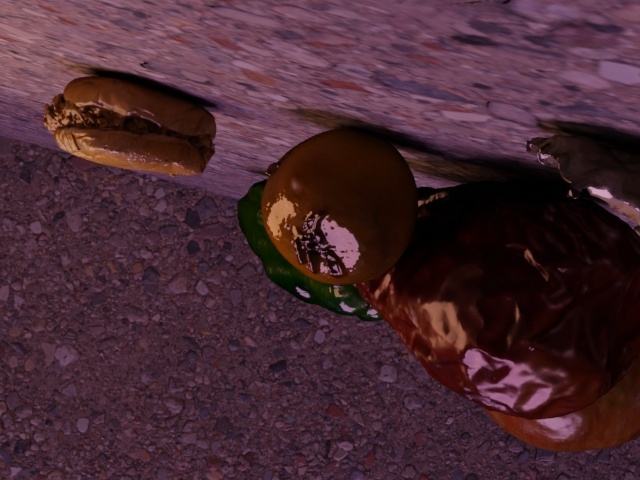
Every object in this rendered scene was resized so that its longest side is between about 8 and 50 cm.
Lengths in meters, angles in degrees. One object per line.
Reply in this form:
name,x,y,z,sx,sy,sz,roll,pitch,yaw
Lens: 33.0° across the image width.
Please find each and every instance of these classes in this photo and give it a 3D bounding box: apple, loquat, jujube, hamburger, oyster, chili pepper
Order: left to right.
hamburger,-0.178,-0.107,1.023,0.147,0.083,0.138,14,176,-41
chili pepper,-0.002,0.011,1.651,0.213,0.167,0.385,37,176,-30
loquat,0.018,-0.031,0.929,0.141,0.141,0.141,15,179,0
jujube,0.148,0.037,0.996,0.216,0.216,0.342,15,-172,-29
apple,0.313,0.114,1.375,0.277,0.250,0.309,-21,-150,-13
oyster,0.229,-0.020,0.679,0.209,0.072,0.133,34,-171,11
